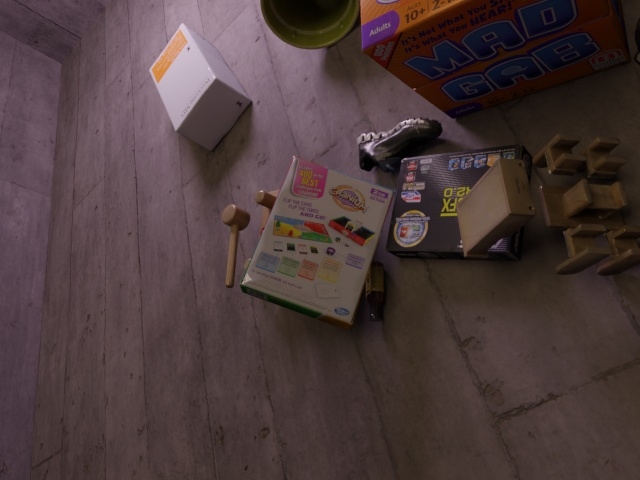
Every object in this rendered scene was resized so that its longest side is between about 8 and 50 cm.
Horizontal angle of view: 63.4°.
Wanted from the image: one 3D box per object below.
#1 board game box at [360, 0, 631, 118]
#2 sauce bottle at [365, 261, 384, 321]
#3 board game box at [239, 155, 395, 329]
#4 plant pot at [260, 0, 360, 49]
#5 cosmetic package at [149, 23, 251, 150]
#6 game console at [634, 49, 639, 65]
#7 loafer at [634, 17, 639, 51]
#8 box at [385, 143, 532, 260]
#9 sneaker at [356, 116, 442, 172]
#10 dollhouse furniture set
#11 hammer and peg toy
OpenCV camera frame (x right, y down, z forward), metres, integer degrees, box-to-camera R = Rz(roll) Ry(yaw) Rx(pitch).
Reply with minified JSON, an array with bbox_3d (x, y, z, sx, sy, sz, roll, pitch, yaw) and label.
[{"bbox_3d":[0.313,-0.495,0.955,0.356,0.356,0.357,-12,74,39],"label":"board game box"},{"bbox_3d":[0.118,0.111,1.125,0.042,0.042,0.128,-17,59,37],"label":"sauce bottle"},{"bbox_3d":[0.000,0.000,1.109,0.242,0.064,0.316,20,70,3],"label":"board game box"},{"bbox_3d":[-0.025,-0.746,1.499,0.276,0.276,0.254,-26,45,32],"label":"plant pot"},{"bbox_3d":[-0.437,-0.548,1.830,0.230,0.161,0.453,-47,48,17],"label":"cosmetic package"},{"bbox_3d":[0.595,-0.293,0.832,0.122,0.107,0.071,-43,36,21],"label":"game console"},{"bbox_3d":[0.657,-0.400,0.819,0.302,0.095,0.109,-33,51,28],"label":"loafer"},{"bbox_3d":[0.274,-0.071,1.049,0.270,0.060,0.216,1,72,42],"label":"box"},{"bbox_3d":[0.176,-0.209,1.191,0.234,0.078,0.106,-6,71,45],"label":"sneaker"},{"bbox_3d":[0.378,-0.045,0.869,0.161,0.242,0.212,115,156,-63],"label":"dollhouse furniture set"},{"bbox_3d":[-0.100,-0.005,1.315,0.361,0.127,0.266,-8,69,40],"label":"hammer and peg toy"}]
